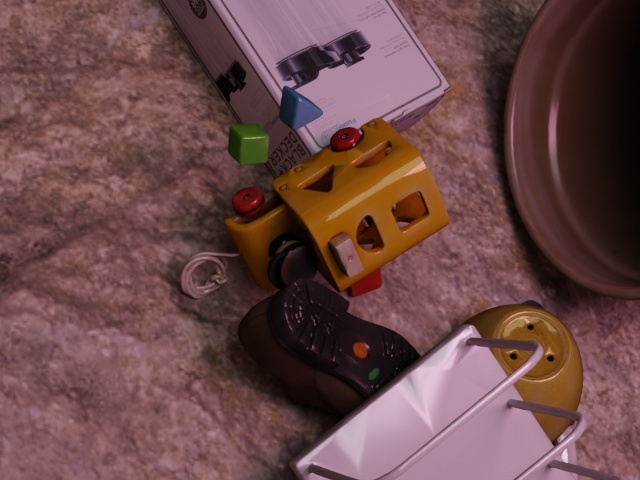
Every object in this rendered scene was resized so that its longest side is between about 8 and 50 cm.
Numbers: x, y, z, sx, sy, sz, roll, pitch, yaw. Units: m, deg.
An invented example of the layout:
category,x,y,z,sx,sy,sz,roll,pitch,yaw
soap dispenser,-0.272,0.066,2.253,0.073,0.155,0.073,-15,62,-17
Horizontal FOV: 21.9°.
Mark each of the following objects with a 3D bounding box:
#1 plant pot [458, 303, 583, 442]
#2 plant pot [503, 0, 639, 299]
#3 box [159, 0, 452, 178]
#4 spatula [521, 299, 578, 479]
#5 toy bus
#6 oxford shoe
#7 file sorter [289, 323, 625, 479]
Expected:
category,x,y,z,sx,sy,sz,roll,pitch,yaw
plant pot,0.175,0.108,1.451,0.134,0.095,0.134,3,65,-6
plant pot,0.380,-0.106,1.552,0.280,0.323,0.323,1,68,-40
box,-0.034,-0.207,1.511,0.169,0.087,0.290,-31,84,-31
spatula,0.220,0.192,1.493,0.084,0.030,0.296,1,69,-24
toy bus,0.008,-0.010,1.391,0.191,0.202,0.104,9,21,-30
oxford shoe,0.022,0.116,1.413,0.227,0.096,0.083,40,46,-26
file sorter,0.150,0.236,1.306,0.193,0.173,0.277,-37,101,-15
